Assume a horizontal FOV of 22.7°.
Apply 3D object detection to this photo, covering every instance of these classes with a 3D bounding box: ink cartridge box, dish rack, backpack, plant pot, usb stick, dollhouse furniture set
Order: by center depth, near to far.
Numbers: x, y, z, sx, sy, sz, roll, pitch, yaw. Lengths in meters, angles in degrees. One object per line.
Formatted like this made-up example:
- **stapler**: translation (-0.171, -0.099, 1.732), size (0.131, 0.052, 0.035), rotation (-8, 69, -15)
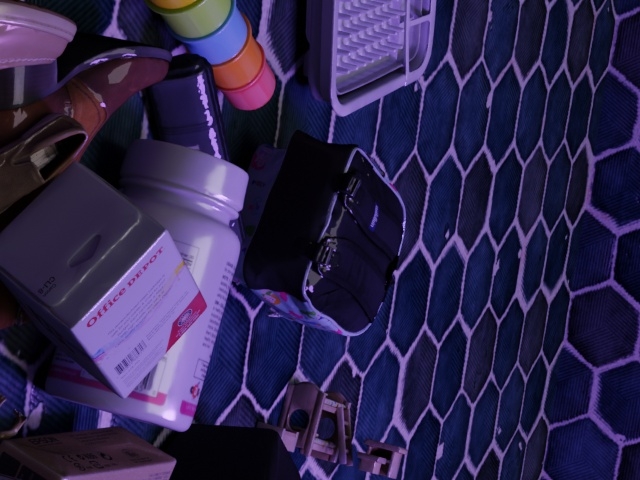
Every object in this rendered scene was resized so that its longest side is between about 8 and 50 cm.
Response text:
- **ink cartridge box**: translation (-0.208, 0.038, 1.491), size (0.128, 0.127, 0.176), rotation (-47, 156, -15)
- **ink cartridge box**: translation (-0.269, 0.299, 1.637), size (0.193, 0.088, 0.234), rotation (-65, 158, 7)
- **usb stick**: translation (-0.140, -0.092, 1.813), size (0.045, 0.077, 0.278), rotation (-107, -175, -49)
- **plant pot**: translation (-0.113, 0.328, 1.946), size (0.187, 0.188, 0.167), rotation (67, 31, -51)
- **backpack**: translation (0.000, 0.000, 2.016), size (0.253, 0.191, 0.225), rotation (37, 70, -56)
- **dish rack**: translation (0.065, -0.336, 2.155), size (0.333, 0.072, 0.286), rotation (-34, 132, -58)
- **dollhouse furniture set**: translation (0.023, 0.260, 2.225), size (0.182, 0.160, 0.101), rotation (31, 72, -66)

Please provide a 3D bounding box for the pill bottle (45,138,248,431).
- **pill bottle**: translation (-0.177, 0.047, 1.683), size (0.160, 0.160, 0.283), rotation (35, 69, -64)

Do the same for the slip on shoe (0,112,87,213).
- **slip on shoe**: translation (-0.267, -0.063, 1.437), size (0.135, 0.041, 0.051), rotation (-40, 133, -23)

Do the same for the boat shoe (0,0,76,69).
- **boat shoe**: translation (-0.340, -0.158, 1.298), size (0.341, 0.121, 0.110), rotation (-5, 110, -55)

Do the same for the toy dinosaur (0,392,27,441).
- **toy dinosaur**: translation (-0.336, 0.197, 1.558), size (0.093, 0.053, 0.183), rotation (-55, 159, -18)

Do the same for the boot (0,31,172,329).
- **boot**: translation (-0.245, -0.057, 1.566), size (0.264, 0.096, 0.281), rotation (-28, 126, -61)

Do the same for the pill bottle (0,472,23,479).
- **pill bottle**: translation (-0.296, 0.276, 1.455), size (0.121, 0.216, 0.121), rotation (-39, 134, -54)

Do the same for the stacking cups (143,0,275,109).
- **stacking cups**: translation (-0.131, -0.243, 1.766), size (0.316, 0.096, 0.096), rotation (60, 47, -64)
